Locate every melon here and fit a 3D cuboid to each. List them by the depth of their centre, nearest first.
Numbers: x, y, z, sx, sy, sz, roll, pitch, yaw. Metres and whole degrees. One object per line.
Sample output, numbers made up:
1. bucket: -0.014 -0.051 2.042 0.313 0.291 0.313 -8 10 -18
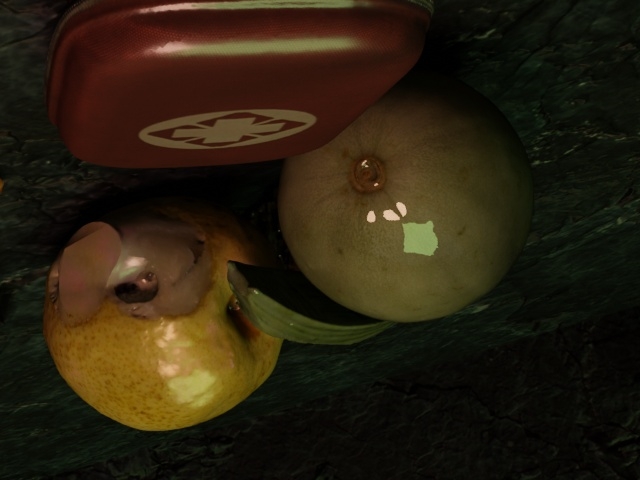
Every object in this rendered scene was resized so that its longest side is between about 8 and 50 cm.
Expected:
1. melon: 0.084 -0.046 1.343 0.272 0.271 0.308 -14 159 -12

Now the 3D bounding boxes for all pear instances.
1. pear: -0.171 0.077 1.475 0.271 0.271 0.271 -17 162 -6

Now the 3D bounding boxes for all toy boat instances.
1. toy boat: -0.011 0.065 1.418 0.055 0.093 0.293 -54 150 16

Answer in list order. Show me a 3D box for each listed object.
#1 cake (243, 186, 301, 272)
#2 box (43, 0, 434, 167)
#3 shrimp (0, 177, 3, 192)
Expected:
1. cake: 0.000 0.000 1.579 0.135 0.135 0.147 -8 163 -29
2. box: -0.072 -0.134 1.012 0.263 0.108 0.404 -5 174 -13
3. shrimp: -0.355 -0.034 1.312 0.091 0.025 0.127 -10 156 -25
